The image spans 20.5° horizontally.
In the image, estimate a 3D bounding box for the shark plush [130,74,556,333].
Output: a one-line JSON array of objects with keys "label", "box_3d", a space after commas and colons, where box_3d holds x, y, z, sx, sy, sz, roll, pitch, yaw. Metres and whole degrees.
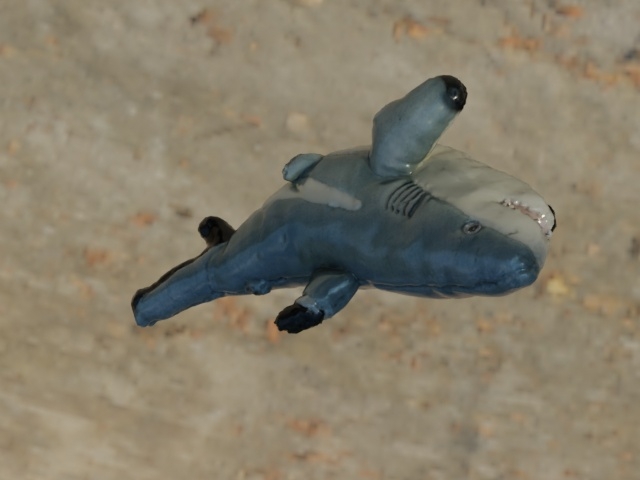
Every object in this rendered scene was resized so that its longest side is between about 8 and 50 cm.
[{"label": "shark plush", "box_3d": [0.000, 0.000, 0.574, 0.161, 0.067, 0.073, -5, 137, 23]}]
